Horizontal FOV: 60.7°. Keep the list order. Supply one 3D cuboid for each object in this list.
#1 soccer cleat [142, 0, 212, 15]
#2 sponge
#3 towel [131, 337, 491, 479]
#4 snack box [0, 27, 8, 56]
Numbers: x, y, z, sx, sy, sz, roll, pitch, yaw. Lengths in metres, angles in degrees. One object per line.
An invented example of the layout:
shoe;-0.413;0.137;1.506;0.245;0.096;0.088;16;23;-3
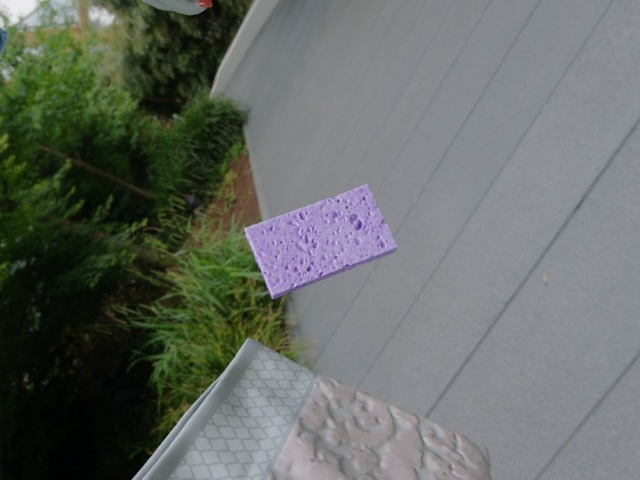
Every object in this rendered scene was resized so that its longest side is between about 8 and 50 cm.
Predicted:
soccer cleat;-0.152;-0.218;0.380;0.076;0.196;0.068;9;83;25
sponge;0.000;0.000;0.852;0.031;0.210;0.117;96;152;-72
towel;0.002;0.242;0.498;0.332;0.317;0.053;-50;-19;-62
snack box;-0.424;-0.200;0.378;0.060;0.187;0.322;-61;-13;15
